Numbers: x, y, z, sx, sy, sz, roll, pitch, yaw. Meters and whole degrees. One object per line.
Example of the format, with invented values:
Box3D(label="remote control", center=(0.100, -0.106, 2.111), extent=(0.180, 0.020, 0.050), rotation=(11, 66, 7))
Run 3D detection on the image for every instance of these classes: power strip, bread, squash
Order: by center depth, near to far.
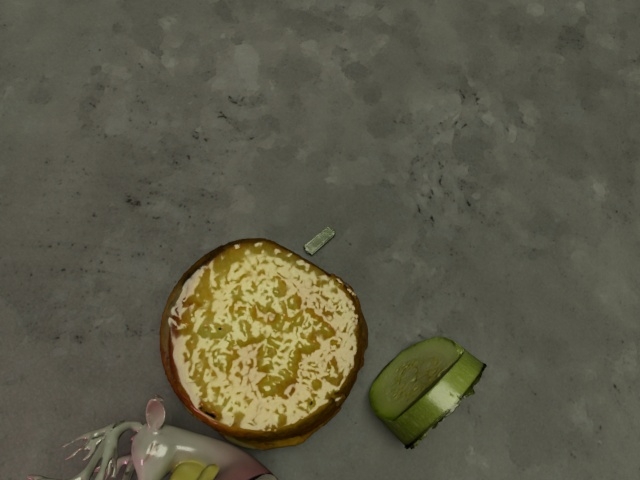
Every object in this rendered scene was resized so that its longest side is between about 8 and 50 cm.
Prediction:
Box3D(label="bread", center=(-0.113, 0.178, 1.089), extent=(0.398, 0.215, 0.398), rotation=(1, 73, -2))
Box3D(label="squash", center=(0.196, 0.268, 1.097), extent=(0.220, 0.220, 0.133), rotation=(-40, 83, -18))
Box3D(label="power strip", center=(0.000, 0.000, 1.268), extent=(0.083, 0.017, 0.027), rotation=(-39, 81, -18))

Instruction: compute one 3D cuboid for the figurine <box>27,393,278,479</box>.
Box3D(label="figurine", center=(-0.276, 0.395, 0.952), extent=(0.315, 0.206, 0.284), rotation=(21, 55, 37))
